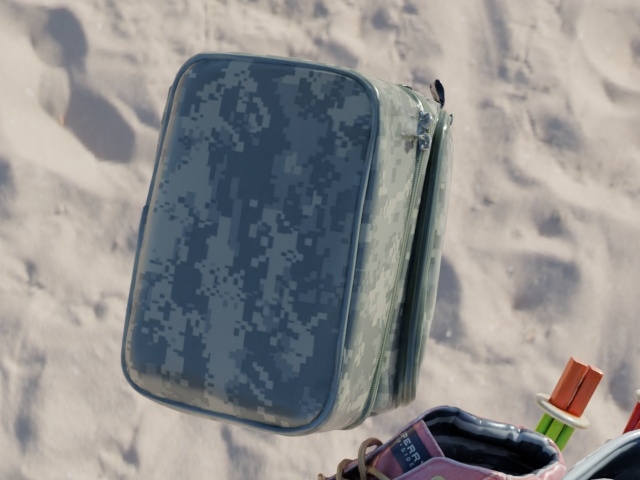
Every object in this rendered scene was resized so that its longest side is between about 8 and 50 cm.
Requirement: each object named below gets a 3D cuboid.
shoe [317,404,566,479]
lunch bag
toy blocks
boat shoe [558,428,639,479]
[{"bbox_3d":[0.016,0.107,0.507,0.178,0.081,0.063,10,23,-27],"label":"shoe"},{"bbox_3d":[0.000,0.000,1.043,0.213,0.256,0.305,9,91,26],"label":"lunch bag"},{"bbox_3d":[0.242,0.145,1.044,0.123,0.054,0.148,34,101,28],"label":"toy blocks"},{"bbox_3d":[0.088,0.108,0.412,0.066,0.063,0.184,27,21,30],"label":"boat shoe"}]
